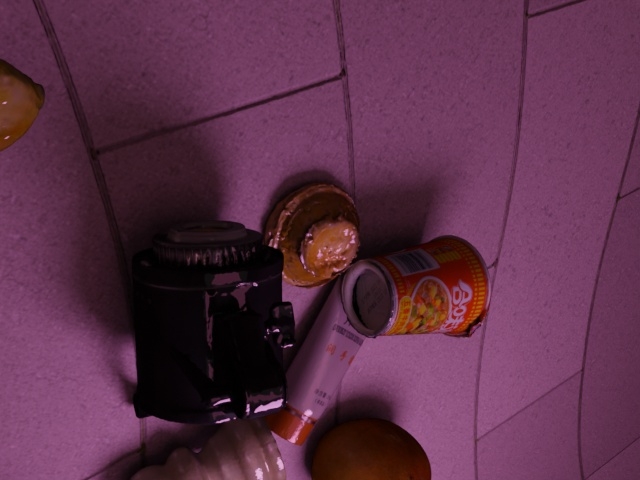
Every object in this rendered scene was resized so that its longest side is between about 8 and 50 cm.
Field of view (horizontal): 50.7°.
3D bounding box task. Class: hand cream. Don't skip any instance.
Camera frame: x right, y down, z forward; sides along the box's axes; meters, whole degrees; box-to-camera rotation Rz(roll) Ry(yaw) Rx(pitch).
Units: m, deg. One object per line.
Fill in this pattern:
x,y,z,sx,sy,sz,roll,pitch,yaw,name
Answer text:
0.011,0.206,1.205,0.140,0.089,0.314,33,81,-42,hand cream

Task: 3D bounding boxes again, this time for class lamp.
-0.156,0.107,0.939,0.205,0.374,0.272,-4,82,-28,lamp

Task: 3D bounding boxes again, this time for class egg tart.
0.000,0.000,1.097,0.191,0.074,0.191,-18,122,-31,egg tart

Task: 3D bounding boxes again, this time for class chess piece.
-0.198,0.384,1.111,0.251,0.144,0.144,-22,124,-19,chess piece

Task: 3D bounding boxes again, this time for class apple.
0.096,0.455,1.324,0.237,0.207,0.236,-31,146,-24,apple

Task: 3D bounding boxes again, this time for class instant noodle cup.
0.157,0.091,1.168,0.212,0.193,0.193,-5,115,-38,instant noodle cup

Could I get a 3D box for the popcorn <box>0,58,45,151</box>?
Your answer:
-0.424,-0.115,0.596,0.326,0.290,0.321,2,114,-17,popcorn
